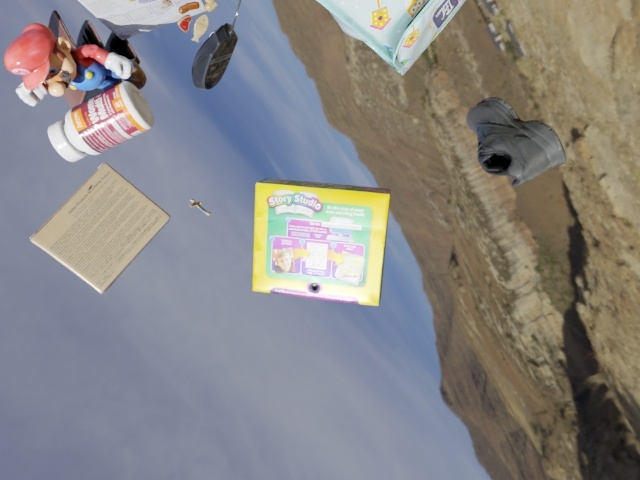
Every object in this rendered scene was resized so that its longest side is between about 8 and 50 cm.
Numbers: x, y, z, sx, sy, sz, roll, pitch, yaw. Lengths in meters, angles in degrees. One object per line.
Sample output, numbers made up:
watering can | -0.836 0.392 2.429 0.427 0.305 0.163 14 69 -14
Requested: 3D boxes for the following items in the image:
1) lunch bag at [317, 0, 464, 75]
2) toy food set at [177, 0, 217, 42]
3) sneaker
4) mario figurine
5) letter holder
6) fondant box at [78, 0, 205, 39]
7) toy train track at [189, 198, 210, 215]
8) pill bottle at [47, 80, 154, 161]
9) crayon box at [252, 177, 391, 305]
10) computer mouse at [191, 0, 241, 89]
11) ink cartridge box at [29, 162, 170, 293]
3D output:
lunch bag | 0.112 -0.378 0.725 0.262 0.223 0.160 25 -157 -41
toy food set | -0.260 -0.484 1.083 0.078 0.122 0.019 17 -152 -43
sneaker | 0.368 -0.206 1.079 0.109 0.130 0.286 51 -175 -31
mario figurine | -0.556 -0.365 1.194 0.170 0.198 0.320 38 -160 19
letter holder | -0.680 -0.529 1.527 0.302 0.152 0.214 -18 102 58
fondant box | -0.416 -0.588 1.188 0.330 0.238 0.096 -114 5 -85
toy train track | -0.368 -0.106 1.600 0.083 0.014 0.048 38 -145 18
pill bottle | -0.524 -0.279 1.245 0.121 0.221 0.121 -24 -90 -83
crayon box | 0.000 0.000 1.448 0.106 0.363 0.313 -50 -34 -74
computer mouse | -0.140 -0.326 0.763 0.041 0.242 0.071 37 -145 2
ink cartridge box | -0.496 -0.027 1.196 0.193 0.234 0.088 42 167 -11
